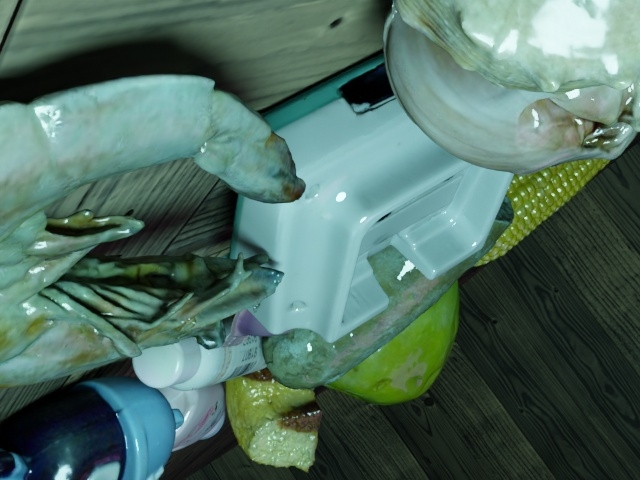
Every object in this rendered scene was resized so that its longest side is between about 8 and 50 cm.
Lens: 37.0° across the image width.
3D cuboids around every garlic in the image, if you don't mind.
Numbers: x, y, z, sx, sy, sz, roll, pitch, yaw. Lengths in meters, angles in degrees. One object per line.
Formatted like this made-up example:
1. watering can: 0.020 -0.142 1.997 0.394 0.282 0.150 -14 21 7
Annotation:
1. garlic: 0.173 -0.143 0.574 0.257 0.207 0.207 8 -172 24

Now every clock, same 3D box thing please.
1. clock: 0.060 -0.045 0.764 0.262 0.116 0.231 -31 159 -25

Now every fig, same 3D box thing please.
1. fig: 0.093 0.090 1.369 0.233 0.233 0.314 -13 127 -63

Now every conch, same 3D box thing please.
1. conch: 0.097 -0.154 0.407 0.178 0.163 0.245 -18 -164 -9

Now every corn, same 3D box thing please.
1. corn: 0.278 -0.084 1.284 0.347 0.130 0.130 -35 169 -13

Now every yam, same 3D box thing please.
1. yam: 0.064 0.040 1.068 0.330 0.133 0.133 -44 168 9

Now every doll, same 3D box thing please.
1. doll: -0.260 0.229 0.958 0.314 0.141 0.177 -19 155 -46

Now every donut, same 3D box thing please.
1. donut: -0.065 0.165 1.293 0.112 0.151 0.295 -6 121 -35

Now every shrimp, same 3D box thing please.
1. shrimp: -0.113 0.003 0.539 0.247 0.085 0.360 -40 156 21

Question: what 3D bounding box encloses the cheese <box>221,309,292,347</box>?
1. cheese: 0.000 0.000 0.946 0.286 0.074 0.189 -51 169 9

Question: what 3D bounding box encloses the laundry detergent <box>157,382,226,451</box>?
1. laundry detergent: -0.199 0.246 1.338 0.159 0.088 0.335 -36 169 -3

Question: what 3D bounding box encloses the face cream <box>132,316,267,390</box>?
1. face cream: -0.123 0.120 1.057 0.082 0.082 0.269 -38 170 13
